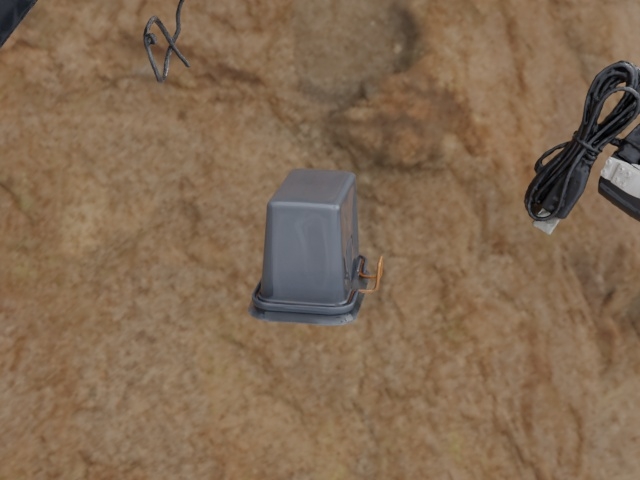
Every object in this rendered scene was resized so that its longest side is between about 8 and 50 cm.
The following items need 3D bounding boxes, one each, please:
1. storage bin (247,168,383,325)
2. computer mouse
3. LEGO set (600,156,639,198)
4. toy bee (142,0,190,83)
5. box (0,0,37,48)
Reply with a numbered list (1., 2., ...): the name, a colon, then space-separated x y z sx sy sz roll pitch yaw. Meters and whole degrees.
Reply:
1. storage bin: 0.000 0.000 0.900 0.135 0.098 0.091 -64 156 -69
2. computer mouse: 0.358 -0.055 1.155 0.272 0.188 0.072 16 30 -23
3. LEGO set: 0.308 -0.048 0.931 0.093 0.087 0.227 14 19 -30
4. toy bee: -0.089 -0.317 1.064 0.195 0.162 0.298 -76 158 -65
5. box: -0.391 -0.378 1.023 0.293 0.212 0.395 30 21 -36
